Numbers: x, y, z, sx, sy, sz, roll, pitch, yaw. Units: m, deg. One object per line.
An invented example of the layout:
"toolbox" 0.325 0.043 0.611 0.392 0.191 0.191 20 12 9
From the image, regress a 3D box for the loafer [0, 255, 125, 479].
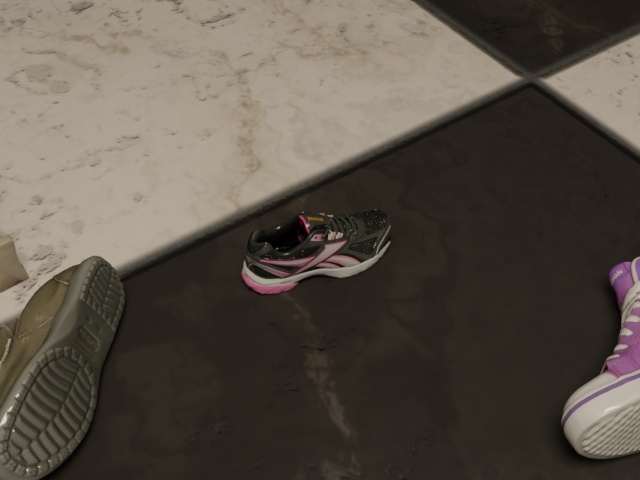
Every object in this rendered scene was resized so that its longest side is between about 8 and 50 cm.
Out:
"loafer" -0.263 0.121 0.744 0.087 0.094 0.251 -14 35 20

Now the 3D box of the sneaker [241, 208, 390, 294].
"sneaker" 0.000 0.000 0.849 0.178 0.077 0.072 -22 53 -20

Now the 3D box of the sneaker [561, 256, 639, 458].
"sneaker" 0.308 0.100 0.757 0.282 0.102 0.161 -16 46 -27

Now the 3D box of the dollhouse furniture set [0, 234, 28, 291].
"dollhouse furniture set" -0.410 -0.028 0.798 0.129 0.184 0.129 -30 55 -25
